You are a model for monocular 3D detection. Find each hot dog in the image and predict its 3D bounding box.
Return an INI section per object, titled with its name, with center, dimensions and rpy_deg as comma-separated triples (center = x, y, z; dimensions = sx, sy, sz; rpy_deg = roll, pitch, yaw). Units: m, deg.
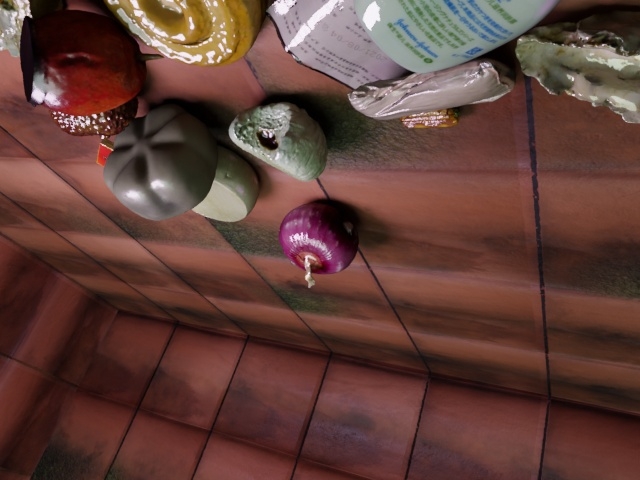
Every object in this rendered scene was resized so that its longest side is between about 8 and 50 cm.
[hot dog]
center = 0.199, -0.228, 0.971
dimensions = 0.122, 0.036, 0.049
rpy_deg = 8, 164, 35

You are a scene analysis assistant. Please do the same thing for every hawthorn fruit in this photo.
[hawthorn fruit]
center = -0.416, -0.326, 0.961
dimensions = 0.252, 0.189, 0.189
rpy_deg = -19, 157, -13

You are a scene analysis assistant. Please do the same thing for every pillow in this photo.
[pillow]
center = 0.175, -0.241, 0.858
dimensions = 0.271, 0.067, 0.173
rpy_deg = -1, -173, 37

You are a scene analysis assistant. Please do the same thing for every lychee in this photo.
[lychee]
center = -0.491, -0.305, 1.138
dimensions = 0.195, 0.194, 0.194
rpy_deg = 16, 154, 8

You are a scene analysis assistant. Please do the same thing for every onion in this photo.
[onion]
center = 0.005, -0.009, 1.392
dimensions = 0.207, 0.201, 0.201
rpy_deg = 55, 150, 1

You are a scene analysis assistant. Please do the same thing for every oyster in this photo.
[oyster]
center = 0.444, -0.238, 0.694
dimensions = 0.342, 0.110, 0.166
rpy_deg = 3, 144, 36

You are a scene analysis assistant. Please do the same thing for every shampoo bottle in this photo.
[shampoo bottle]
center = 0.213, -0.336, 0.612
dimensions = 0.222, 0.151, 0.350
rpy_deg = 31, 153, -32

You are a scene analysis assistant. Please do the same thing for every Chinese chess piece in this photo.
[Chinese chess piece]
center = -0.283, -0.150, 1.381
dimensions = 0.251, 0.101, 0.250
rpy_deg = 16, 154, 8

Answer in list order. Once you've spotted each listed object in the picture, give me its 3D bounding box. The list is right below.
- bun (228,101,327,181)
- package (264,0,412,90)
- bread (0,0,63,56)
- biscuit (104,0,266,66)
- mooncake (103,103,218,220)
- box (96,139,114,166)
[bun]
center = -0.077, -0.212, 1.087
dimensions = 0.213, 0.126, 0.204
rpy_deg = 29, 179, -5
[package]
center = 0.054, -0.327, 0.850
dimensions = 0.251, 0.062, 0.204
rpy_deg = 30, 154, -29
[bread]
center = -0.576, -0.461, 0.957
dimensions = 0.186, 0.123, 0.257
rpy_deg = 27, 152, -14
[biscuit]
center = -0.237, -0.402, 0.865
dimensions = 0.297, 0.101, 0.296
rpy_deg = 16, 156, 7
[mooncake]
center = -0.363, -0.181, 1.195
dimensions = 0.275, 0.274, 0.135
rpy_deg = 6, 158, 27
[box]
center = -0.592, -0.236, 1.522
dimensions = 0.090, 0.023, 0.133
rpy_deg = 30, 152, -16
